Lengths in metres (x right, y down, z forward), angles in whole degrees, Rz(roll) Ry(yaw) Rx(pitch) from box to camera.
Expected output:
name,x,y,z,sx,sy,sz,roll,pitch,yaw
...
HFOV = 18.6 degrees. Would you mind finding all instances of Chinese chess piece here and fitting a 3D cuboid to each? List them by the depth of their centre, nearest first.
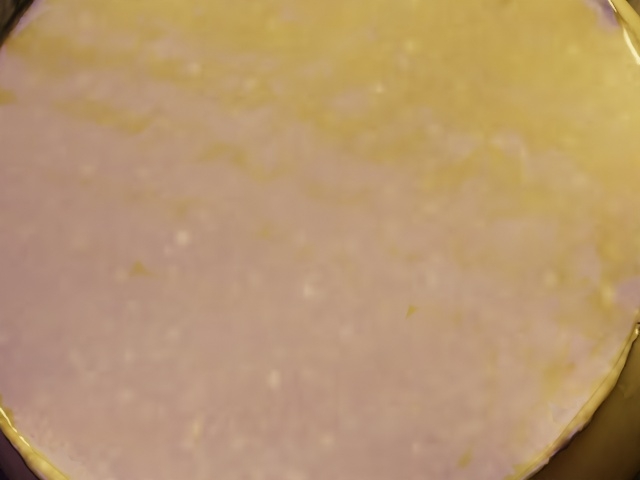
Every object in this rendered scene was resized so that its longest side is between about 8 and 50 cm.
name,x,y,z,sx,sy,sz,roll,pitch,yaw
Chinese chess piece,0.000,0.000,0.853,0.338,0.140,0.338,-3,70,8
